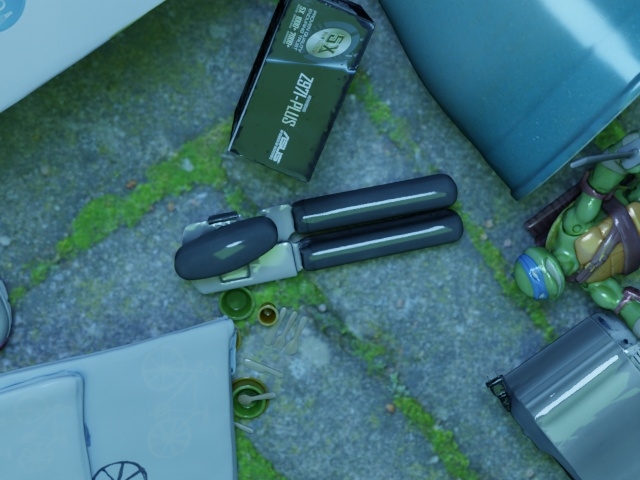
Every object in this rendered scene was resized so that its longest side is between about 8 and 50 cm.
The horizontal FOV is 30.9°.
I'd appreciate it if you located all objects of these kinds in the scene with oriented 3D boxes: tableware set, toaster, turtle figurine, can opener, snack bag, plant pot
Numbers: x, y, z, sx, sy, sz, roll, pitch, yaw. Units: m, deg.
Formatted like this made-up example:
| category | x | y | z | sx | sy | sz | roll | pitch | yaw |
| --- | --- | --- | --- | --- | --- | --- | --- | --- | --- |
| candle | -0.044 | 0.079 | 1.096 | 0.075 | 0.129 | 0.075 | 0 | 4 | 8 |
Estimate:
| category | x | y | z | sx | sy | sz | roll | pitch | yaw |
| --- | --- | --- | --- | --- | --- | --- | --- | --- | --- |
| tableware set | -0.085 | 0.125 | 1.195 | 0.104 | 0.024 | 0.154 | 24 | 104 | -9 |
| toaster | 0.285 | 0.174 | 1.174 | 0.146 | 0.129 | 0.227 | -39 | 102 | 4 |
| turtle figurine | 0.327 | -0.007 | 1.064 | 0.266 | 0.275 | 0.198 | -29 | 81 | -16 |
| can opener | 0.000 | 0.000 | 1.126 | 0.283 | 0.095 | 0.076 | -11 | 107 | 1 |
| snack bag | -0.226 | 0.256 | 1.133 | 0.342 | 0.037 | 0.323 | -13 | 117 | -25 |
| plant pot | 0.175 | -0.217 | 1.000 | 0.255 | 0.271 | 0.272 | 44 | 100 | 2 |

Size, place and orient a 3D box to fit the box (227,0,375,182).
| category | x | y | z | sx | sy | sz | roll | pitch | yaw |
| --- | --- | --- | --- | --- | --- | --- | --- | --- | --- |
| box | -0.019 | -0.149 | 1.038 | 0.077 | 0.180 | 0.147 | 22 | 104 | -8 |

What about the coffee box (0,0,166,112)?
| category | x | y | z | sx | sy | sz | roll | pitch | yaw |
| --- | --- | --- | --- | --- | --- | --- | --- | --- | --- |
| coffee box | -0.263 | -0.316 | 0.841 | 0.334 | 0.338 | 0.338 | -33 | 117 | 3 |

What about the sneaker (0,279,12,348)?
| category | x | y | z | sx | sy | sz | roll | pitch | yaw |
| --- | --- | --- | --- | --- | --- | --- | --- | --- | --- |
| sneaker | -0.403 | 0.024 | 1.106 | 0.103 | 0.111 | 0.252 | -40 | 104 | 9 |
